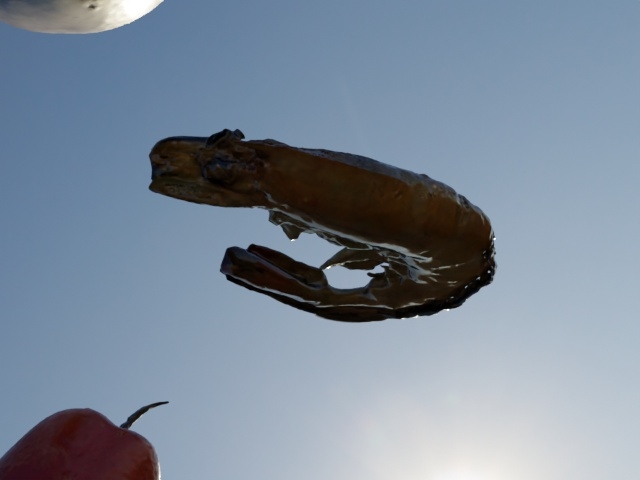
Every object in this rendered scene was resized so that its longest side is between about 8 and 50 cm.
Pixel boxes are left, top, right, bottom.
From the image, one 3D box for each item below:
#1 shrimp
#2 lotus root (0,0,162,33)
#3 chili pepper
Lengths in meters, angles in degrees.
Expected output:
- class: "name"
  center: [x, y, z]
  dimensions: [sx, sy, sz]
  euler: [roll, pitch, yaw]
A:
- class: "shrimp"
  center: [0.000, -0.001, 0.704]
  dimensions: [0.253, 0.058, 0.173]
  euler: [12, -38, -11]
- class: "lotus root"
  center: [-0.165, -0.223, 0.653]
  dimensions: [0.183, 0.310, 0.182]
  euler: [-2, -79, -10]
- class: "chili pepper"
  center: [-0.124, 0.132, 0.518]
  dimensions: [0.084, 0.086, 0.192]
  euler: [-48, 1, 31]
